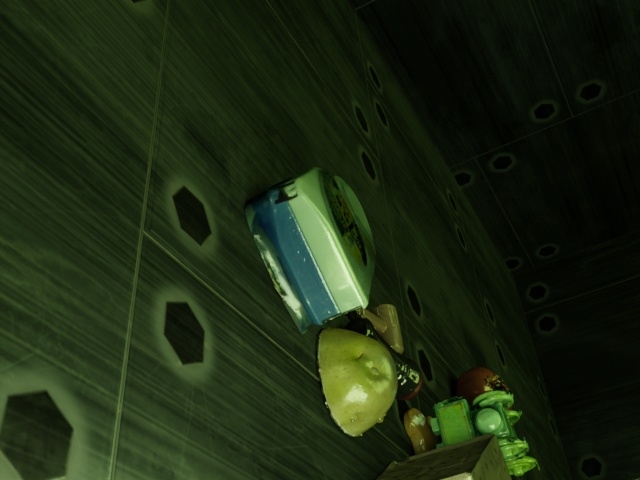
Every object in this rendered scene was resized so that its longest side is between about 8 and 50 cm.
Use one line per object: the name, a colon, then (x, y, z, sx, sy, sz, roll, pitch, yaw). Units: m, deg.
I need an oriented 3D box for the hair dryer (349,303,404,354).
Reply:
hair dryer: (0.112, 0.181, 1.601, 0.181, 0.064, 0.117, 33, 41, -46)

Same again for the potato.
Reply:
potato: (0.081, 0.246, 1.361, 0.182, 0.117, 0.202, 44, 31, -43)

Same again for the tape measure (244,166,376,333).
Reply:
tape measure: (0.001, 0.000, 1.373, 0.259, 0.138, 0.262, 66, 20, -9)

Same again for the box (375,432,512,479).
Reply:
box: (0.218, 0.481, 1.299, 0.297, 0.225, 0.191, 8, 62, -69)

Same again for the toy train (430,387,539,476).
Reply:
toy train: (0.365, 0.443, 1.653, 0.272, 0.188, 0.159, 54, 20, -52)

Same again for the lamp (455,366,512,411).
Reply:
lamp: (0.457, 0.451, 2.108, 0.182, 0.140, 0.182, 32, 39, -30)

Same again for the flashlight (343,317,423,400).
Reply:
flashlight: (0.125, 0.245, 1.531, 0.232, 0.093, 0.093, 45, 30, -37)

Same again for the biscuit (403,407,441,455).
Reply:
biscuit: (0.272, 0.545, 1.642, 0.216, 0.047, 0.340, 35, 37, -55)
